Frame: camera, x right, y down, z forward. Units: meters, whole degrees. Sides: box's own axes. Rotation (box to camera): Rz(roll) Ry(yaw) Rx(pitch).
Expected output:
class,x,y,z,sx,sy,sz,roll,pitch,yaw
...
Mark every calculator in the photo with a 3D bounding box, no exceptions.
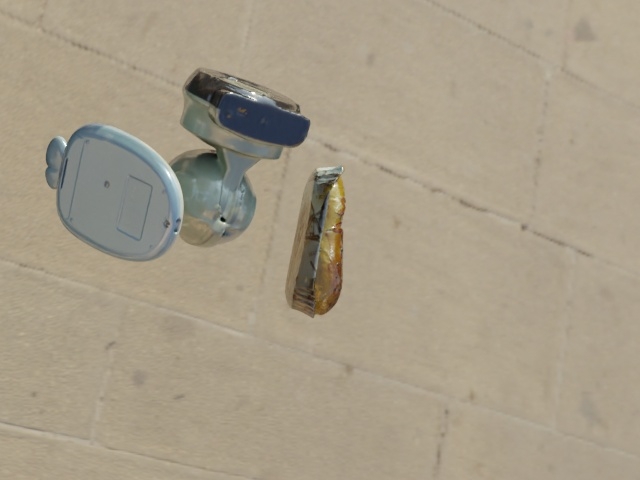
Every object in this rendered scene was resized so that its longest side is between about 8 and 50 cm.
class,x,y,z,sx,sy,sz,roll,pitch,yaw
calculator,-0.321,-0.075,1.763,0.042,0.302,0.188,-10,118,-54

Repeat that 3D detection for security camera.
class,x,y,z,sx,sy,sz,roll,pitch,yaw
security camera,-0.161,-0.121,1.877,0.197,0.191,0.277,13,103,-32

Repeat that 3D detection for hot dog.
class,x,y,z,sx,sy,sz,roll,pitch,yaw
hot dog,0.000,0.000,1.993,0.081,0.162,0.271,11,83,-14
